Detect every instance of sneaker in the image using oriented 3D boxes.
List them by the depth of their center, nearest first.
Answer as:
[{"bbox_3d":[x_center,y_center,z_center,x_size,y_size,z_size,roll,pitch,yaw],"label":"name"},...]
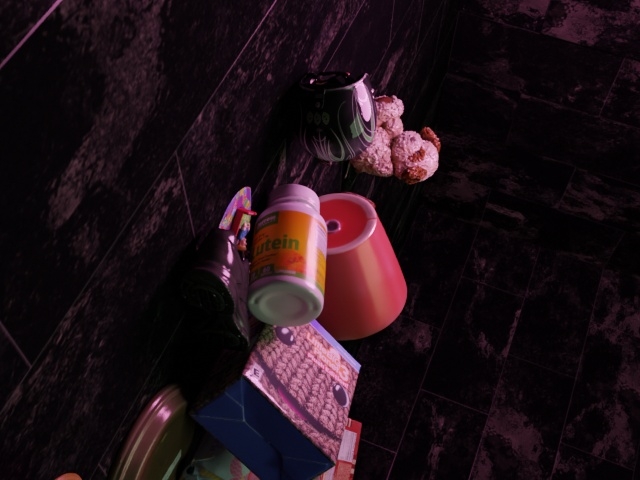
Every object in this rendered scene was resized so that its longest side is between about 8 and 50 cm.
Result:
[{"bbox_3d":[-0.154,0.087,1.294,0.286,0.109,0.130,98,6,-57],"label":"sneaker"}]

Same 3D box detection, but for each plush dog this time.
[{"bbox_3d":[0.201,-0.226,2.095,0.211,0.225,0.262,97,17,-46],"label":"plush dog"}]

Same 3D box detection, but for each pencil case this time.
[{"bbox_3d":[-0.182,0.388,1.515,0.113,0.124,0.273,-31,-159,30],"label":"pencil case"}]

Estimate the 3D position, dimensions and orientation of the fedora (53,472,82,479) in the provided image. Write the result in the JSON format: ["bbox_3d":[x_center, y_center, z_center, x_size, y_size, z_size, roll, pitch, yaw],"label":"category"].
[{"bbox_3d":[-0.340,0.332,0.870,0.194,0.079,0.194,-62,171,-18],"label":"fedora"}]

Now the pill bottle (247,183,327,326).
[{"bbox_3d":[-0.057,0.020,1.430,0.136,0.136,0.246,95,-1,-50],"label":"pill bottle"}]

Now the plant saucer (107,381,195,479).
[{"bbox_3d":[-0.278,0.373,1.322,0.278,0.041,0.278,19,90,-79],"label":"plant saucer"}]

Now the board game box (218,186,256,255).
[{"bbox_3d":[-0.136,-0.009,1.372,0.169,0.033,0.133,97,17,-49],"label":"board game box"}]

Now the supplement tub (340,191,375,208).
[{"bbox_3d":[0.067,-0.023,2.109,0.106,0.106,0.198,55,54,-76],"label":"supplement tub"}]

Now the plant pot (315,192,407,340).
[{"bbox_3d":[0.044,0.047,1.767,0.243,0.274,0.275,76,32,-44],"label":"plant pot"}]

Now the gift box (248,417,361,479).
[{"bbox_3d":[-0.074,0.501,1.899,0.276,0.258,0.255,47,51,-58],"label":"gift box"}]

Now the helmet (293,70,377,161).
[{"bbox_3d":[0.028,-0.225,1.469,0.169,0.169,0.162,-54,144,-54],"label":"helmet"}]

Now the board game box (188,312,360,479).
[{"bbox_3d":[-0.071,0.269,1.445,0.141,0.232,0.291,-38,-166,25],"label":"board game box"}]

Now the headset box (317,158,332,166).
[{"bbox_3d":[0.018,-0.213,1.753,0.083,0.032,0.062,87,25,-65],"label":"headset box"}]
